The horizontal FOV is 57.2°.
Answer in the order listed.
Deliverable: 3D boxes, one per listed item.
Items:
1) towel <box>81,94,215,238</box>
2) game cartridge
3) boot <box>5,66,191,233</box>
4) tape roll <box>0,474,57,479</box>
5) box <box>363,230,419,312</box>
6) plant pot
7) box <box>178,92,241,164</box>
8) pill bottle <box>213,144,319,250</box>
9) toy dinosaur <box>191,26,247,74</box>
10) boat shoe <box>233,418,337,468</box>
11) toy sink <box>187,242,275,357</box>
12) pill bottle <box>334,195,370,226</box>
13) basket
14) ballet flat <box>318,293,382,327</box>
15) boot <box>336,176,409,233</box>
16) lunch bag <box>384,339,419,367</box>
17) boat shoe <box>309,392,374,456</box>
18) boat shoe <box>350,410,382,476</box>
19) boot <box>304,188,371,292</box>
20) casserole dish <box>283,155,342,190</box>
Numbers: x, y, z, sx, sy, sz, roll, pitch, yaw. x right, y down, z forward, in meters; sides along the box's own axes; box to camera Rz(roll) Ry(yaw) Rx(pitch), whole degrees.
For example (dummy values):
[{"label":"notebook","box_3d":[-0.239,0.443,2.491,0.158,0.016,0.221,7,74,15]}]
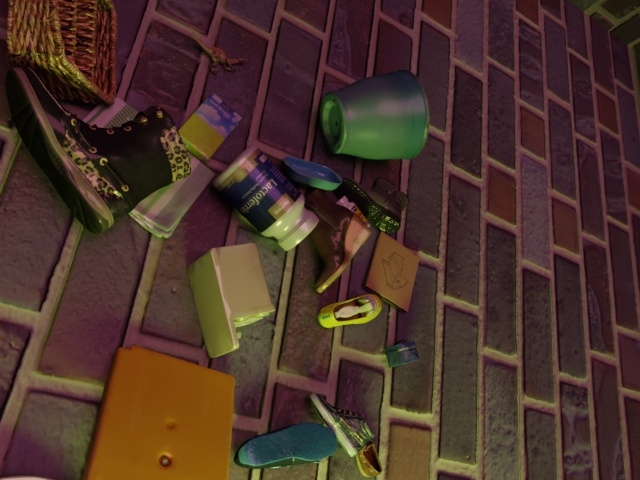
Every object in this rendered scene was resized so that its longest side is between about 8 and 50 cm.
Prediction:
[{"label":"towel","box_3d":[-0.443,-0.185,1.429,0.325,0.038,0.248,39,55,-15]},{"label":"game cartridge","box_3d":[-0.320,0.392,1.221,0.285,0.052,0.323,25,37,-24]},{"label":"boot","box_3d":[-0.483,-0.236,1.310,0.284,0.138,0.377,-36,98,-38]},{"label":"tape roll","box_3d":[-0.558,0.613,1.023,0.392,0.072,0.392,11,68,-29]},{"label":"box","box_3d":[0.218,0.094,1.770,0.164,0.021,0.201,32,55,-20]},{"label":"plant pot","box_3d":[0.145,-0.366,1.764,0.255,0.271,0.271,-10,78,-21]},{"label":"box","box_3d":[-0.300,-0.299,1.563,0.109,0.042,0.178,41,55,-15]},{"label":"pill bottle","box_3d":[-0.137,-0.107,1.530,0.264,0.153,0.153,45,54,-11]},{"label":"toy dinosaur","box_3d":[-0.295,-0.520,1.657,0.183,0.053,0.092,20,47,-35]},{"label":"boat shoe","box_3d":[-0.084,0.482,1.388,0.258,0.089,0.109,10,58,-30]},{"label":"toy sink","box_3d":[-0.206,0.142,1.391,0.131,0.153,0.234,-8,76,-36]},{"label":"pill bottle","box_3d":[0.088,-0.072,1.722,0.116,0.065,0.065,52,53,-6]},{"label":"basket","box_3d":[-0.571,-0.489,1.328,0.223,0.213,0.299,3,70,-20]},{"label":"ballet flat","box_3d":[0.100,0.192,1.621,0.231,0.077,0.077,-10,75,-36]},{"label":"boot","box_3d":[0.161,-0.141,1.805,0.246,0.083,0.161,37,44,-17]},{"label":"lunch bag","box_3d":[0.228,0.314,1.648,0.067,0.098,0.065,-7,74,-30]},{"label":"boat shoe","box_3d":[0.053,0.445,1.478,0.083,0.065,0.183,-36,81,-17]},{"label":"boat shoe","box_3d":[0.111,0.522,1.514,0.064,0.060,0.178,-20,84,-37]},{"label":"boot","box_3d":[0.000,0.000,1.639,0.207,0.090,0.248,36,72,4]},{"label":"casserole dish","box_3d":[-0.026,-0.189,1.681,0.188,0.037,0.114,11,29,-28]}]
